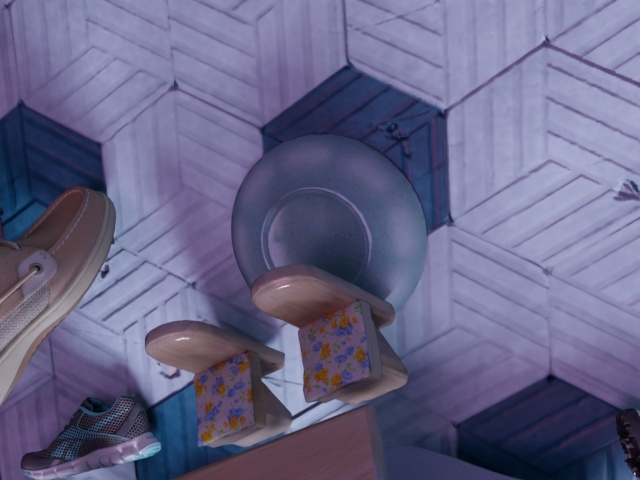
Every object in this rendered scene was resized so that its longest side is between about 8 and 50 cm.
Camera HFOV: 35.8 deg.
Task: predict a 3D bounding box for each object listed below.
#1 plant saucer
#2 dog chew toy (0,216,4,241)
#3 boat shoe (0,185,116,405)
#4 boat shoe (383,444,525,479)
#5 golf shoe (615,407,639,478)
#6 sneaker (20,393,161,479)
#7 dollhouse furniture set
[{"bbox_3d":[0.000,0.000,0.916,0.195,0.037,0.195,4,103,18],"label":"plant saucer"},{"bbox_3d":[-0.428,0.074,0.999,0.206,0.206,0.332,16,115,15],"label":"dog chew toy"},{"bbox_3d":[-0.288,0.045,0.889,0.109,0.302,0.098,-14,127,41],"label":"boat shoe"},{"bbox_3d":[0.189,0.307,0.855,0.367,0.136,0.156,11,132,30],"label":"boat shoe"},{"bbox_3d":[0.331,0.212,0.840,0.094,0.077,0.198,-37,91,5],"label":"golf shoe"},{"bbox_3d":[-0.245,0.204,1.041,0.166,0.065,0.076,-17,80,18],"label":"sneaker"},{"bbox_3d":[-0.128,0.244,0.806,0.394,0.256,0.362,-27,56,29],"label":"dollhouse furniture set"}]
